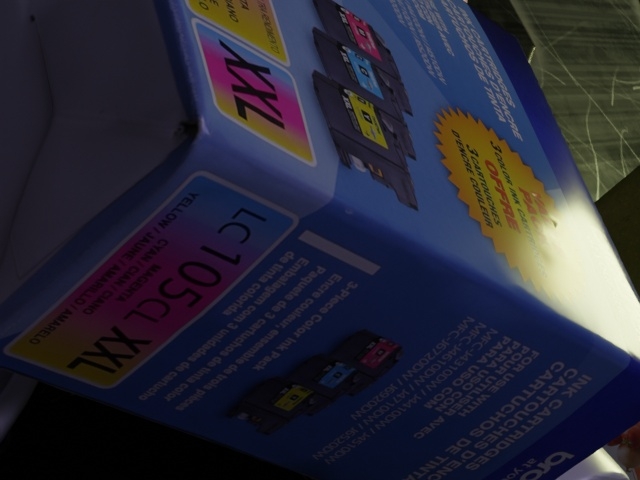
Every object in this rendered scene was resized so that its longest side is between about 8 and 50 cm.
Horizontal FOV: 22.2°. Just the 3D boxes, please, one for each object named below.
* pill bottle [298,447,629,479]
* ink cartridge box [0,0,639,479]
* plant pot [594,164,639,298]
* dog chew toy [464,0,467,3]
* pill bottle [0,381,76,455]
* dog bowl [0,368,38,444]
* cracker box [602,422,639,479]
[{"bbox_3d":[0.045,0.085,1.009,0.169,0.169,0.301,10,30,-51],"label":"pill bottle"},{"bbox_3d":[0.009,-0.028,0.805,0.395,0.151,0.270,29,33,-43],"label":"ink cartridge box"},{"bbox_3d":[0.304,0.046,1.414,0.276,0.254,0.276,36,37,-32],"label":"plant pot"},{"bbox_3d":[-0.048,-0.186,1.205,0.332,0.206,0.207,9,54,-41],"label":"dog chew toy"},{"bbox_3d":[-0.156,0.014,0.912,0.123,0.123,0.219,47,45,-15],"label":"pill bottle"},{"bbox_3d":[-0.253,0.023,0.712,0.265,0.104,0.265,13,54,-19],"label":"dog bowl"},{"bbox_3d":[0.143,0.161,1.101,0.067,0.232,0.156,-3,64,-54],"label":"cracker box"}]
